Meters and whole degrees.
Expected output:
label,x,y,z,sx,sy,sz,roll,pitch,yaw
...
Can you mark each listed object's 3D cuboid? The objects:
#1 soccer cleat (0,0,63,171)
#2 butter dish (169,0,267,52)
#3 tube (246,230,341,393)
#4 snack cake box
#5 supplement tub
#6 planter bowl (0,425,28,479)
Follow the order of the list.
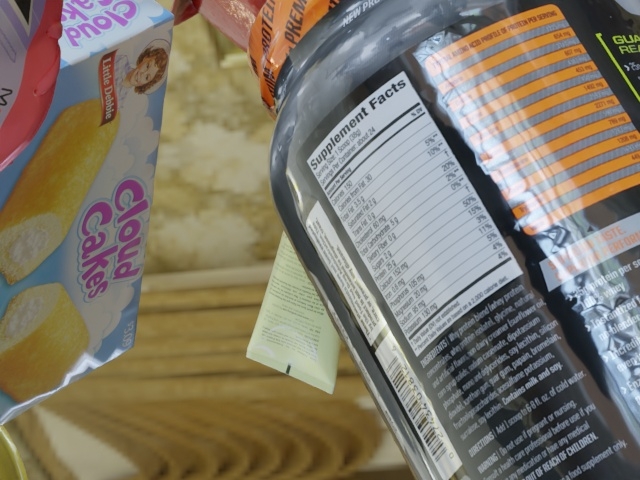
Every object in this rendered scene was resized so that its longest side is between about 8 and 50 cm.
label,x,y,z,sx,sy,sz,roll,pitch,yaw
soccer cleat,-0.115,-0.088,0.557,0.248,0.095,0.083,-60,34,23
butter dish,-0.012,-0.183,1.176,0.118,0.160,0.160,51,163,5
tube,0.000,0.000,1.410,0.070,0.062,0.240,-136,58,-70
snack cake box,-0.179,-0.021,0.993,0.152,0.089,0.264,-30,-35,-38
supplement tub,0.108,0.014,0.780,0.338,0.207,0.207,62,-177,23
planter bowl,-0.328,0.203,1.238,0.090,0.217,0.217,45,-138,-75
